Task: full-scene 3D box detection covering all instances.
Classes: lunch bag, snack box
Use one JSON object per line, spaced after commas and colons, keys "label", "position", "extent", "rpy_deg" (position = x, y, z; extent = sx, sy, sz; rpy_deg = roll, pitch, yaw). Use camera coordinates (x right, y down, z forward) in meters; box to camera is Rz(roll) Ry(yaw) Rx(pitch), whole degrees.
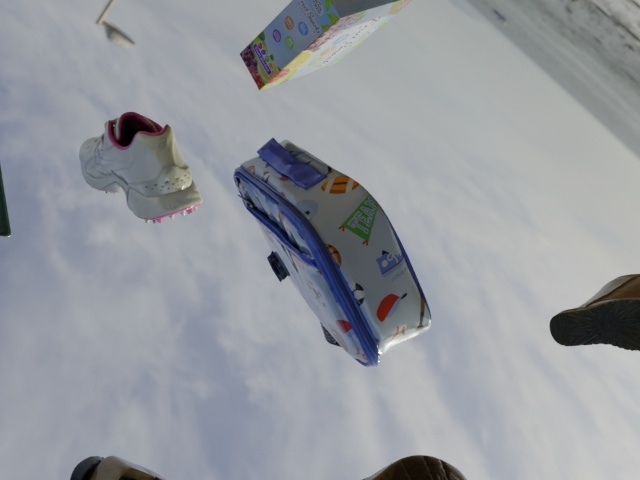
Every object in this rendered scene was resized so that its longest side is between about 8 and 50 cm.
{"label": "lunch bag", "position": [0.000, 0.000, 0.883], "extent": [0.243, 0.115, 0.303], "rpy_deg": [60, 169, -28]}
{"label": "snack box", "position": [0.009, -0.310, 1.040], "extent": [0.175, 0.207, 0.070], "rpy_deg": [-30, -87, -40]}

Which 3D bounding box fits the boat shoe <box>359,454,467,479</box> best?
{"label": "boat shoe", "position": [0.030, 0.226, 0.531], "extent": [0.285, 0.089, 0.104], "rpy_deg": [12, -128, -49]}

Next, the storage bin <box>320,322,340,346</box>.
{"label": "storage bin", "position": [0.085, 0.108, 1.330], "extent": [0.122, 0.180, 0.084], "rpy_deg": [15, 149, 20]}

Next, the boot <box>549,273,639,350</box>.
{"label": "boot", "position": [0.580, 0.117, 1.327], "extent": [0.270, 0.236, 0.089], "rpy_deg": [-16, -82, -42]}

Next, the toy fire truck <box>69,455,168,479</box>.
{"label": "toy fire truck", "position": [-0.236, 0.411, 0.929], "extent": [0.159, 0.217, 0.246], "rpy_deg": [5, 155, 48]}

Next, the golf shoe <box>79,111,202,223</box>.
{"label": "golf shoe", "position": [-0.273, -0.130, 1.050], "extent": [0.115, 0.140, 0.306], "rpy_deg": [-26, -148, -31]}

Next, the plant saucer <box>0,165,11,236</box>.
{"label": "plant saucer", "position": [-0.343, -0.088, 0.689], "extent": [0.067, 0.018, 0.192], "rpy_deg": [3, -118, -45]}
